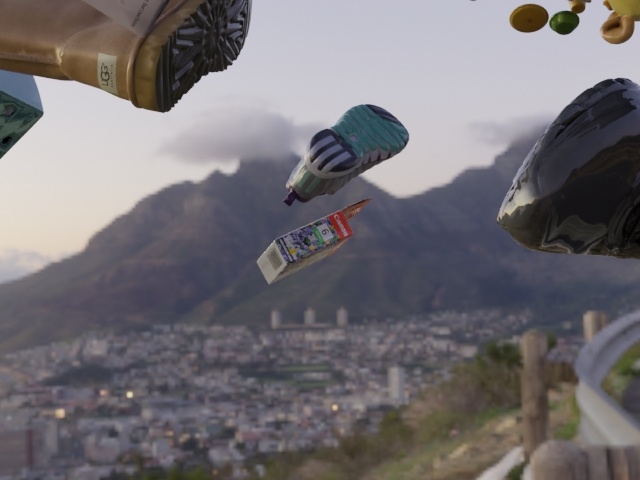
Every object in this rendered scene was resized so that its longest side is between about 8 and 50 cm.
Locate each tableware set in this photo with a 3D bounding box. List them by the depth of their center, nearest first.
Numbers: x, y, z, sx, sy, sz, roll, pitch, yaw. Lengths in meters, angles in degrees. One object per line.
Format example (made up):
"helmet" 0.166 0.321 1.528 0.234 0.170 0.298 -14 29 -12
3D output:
"tableware set" 0.250 -0.295 1.279 0.154 0.024 0.104 10 -35 -8

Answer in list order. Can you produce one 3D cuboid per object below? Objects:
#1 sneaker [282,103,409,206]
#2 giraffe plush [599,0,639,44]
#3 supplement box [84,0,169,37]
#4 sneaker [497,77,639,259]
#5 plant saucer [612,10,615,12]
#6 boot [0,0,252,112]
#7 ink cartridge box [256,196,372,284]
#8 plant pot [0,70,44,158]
"sneaker" 0.028 -0.110 1.369 0.098 0.083 0.224 -47 -12 35
"giraffe plush" 0.352 -0.292 1.070 0.170 0.210 0.181 -13 20 45
"supplement box" -0.105 -0.260 0.680 0.130 0.239 0.073 31 -33 -12
"sneaker" 0.234 -0.030 0.681 0.286 0.109 0.130 -11 46 -38
"plant saucer" 0.435 -0.421 1.570 0.037 0.195 0.195 -15 -5 13
"boot" -0.215 -0.203 0.897 0.270 0.089 0.236 15 29 13
"ink cartridge box" 0.000 0.000 1.020 0.115 0.029 0.063 -24 -10 -26
"plant pot" -0.441 -0.202 1.219 0.165 0.234 0.166 -44 -20 6
